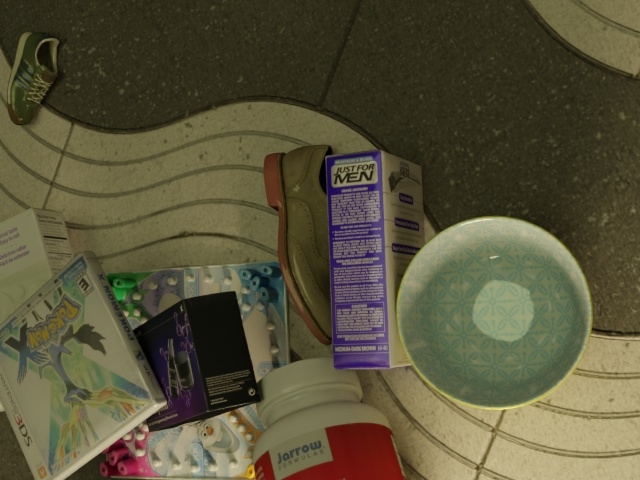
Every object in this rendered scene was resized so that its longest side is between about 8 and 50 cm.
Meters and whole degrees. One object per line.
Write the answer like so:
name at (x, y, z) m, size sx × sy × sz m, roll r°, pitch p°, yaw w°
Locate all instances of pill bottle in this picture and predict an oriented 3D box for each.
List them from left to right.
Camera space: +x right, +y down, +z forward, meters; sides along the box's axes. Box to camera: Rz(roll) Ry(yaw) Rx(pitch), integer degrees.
pill bottle at (0.024, 0.399, 1.560) m, size 0.229 × 0.229 × 0.407 m, roll -28°, pitch 59°, yaw 20°

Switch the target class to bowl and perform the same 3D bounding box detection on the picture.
bowl at (0.275, 0.110, 1.553) m, size 0.289 × 0.156 × 0.289 m, roll -1°, pitch 85°, yaw 18°

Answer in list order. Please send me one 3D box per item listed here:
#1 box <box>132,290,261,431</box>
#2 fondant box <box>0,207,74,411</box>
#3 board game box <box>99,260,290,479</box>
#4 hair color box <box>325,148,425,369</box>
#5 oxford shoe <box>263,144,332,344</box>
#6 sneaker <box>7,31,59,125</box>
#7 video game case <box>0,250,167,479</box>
box at (-0.216, 0.206, 1.677) m, size 0.261 × 0.103 × 0.184 m, roll -31°, pitch 68°, yaw 55°
fondant box at (-0.565, 0.134, 1.907) m, size 0.238 × 0.096 × 0.330 m, roll -22°, pitch 77°, yaw 21°
board game box at (-0.240, 0.241, 1.835) m, size 0.390 × 0.050 × 0.390 m, roll -4°, pitch 85°, yaw 23°
hair color box at (0.095, 0.036, 1.628) m, size 0.110 × 0.185 × 0.338 m, roll -3°, pitch 84°, yaw 25°
oxford shoe at (0.000, 0.000, 1.710) m, size 0.130 × 0.123 × 0.348 m, roll -17°, pitch 80°, yaw 16°
sneaker at (-0.568, -0.325, 2.013) m, size 0.086 × 0.064 × 0.192 m, roll 5°, pitch 85°, yaw 29°
video game case at (-0.441, 0.229, 1.747) m, size 0.329 × 0.036 × 0.300 m, roll -38°, pitch 73°, yaw 27°
